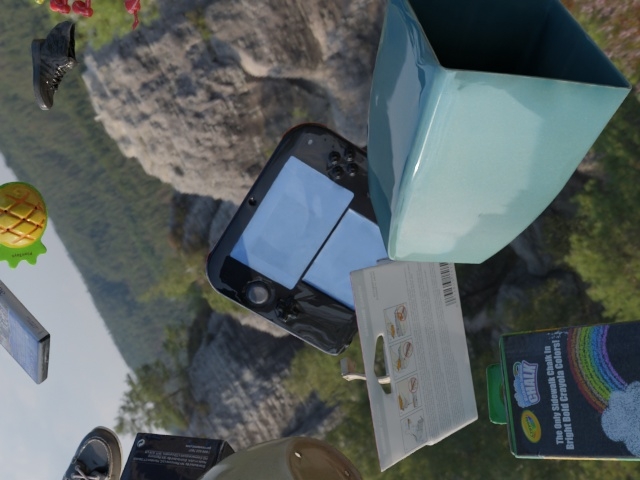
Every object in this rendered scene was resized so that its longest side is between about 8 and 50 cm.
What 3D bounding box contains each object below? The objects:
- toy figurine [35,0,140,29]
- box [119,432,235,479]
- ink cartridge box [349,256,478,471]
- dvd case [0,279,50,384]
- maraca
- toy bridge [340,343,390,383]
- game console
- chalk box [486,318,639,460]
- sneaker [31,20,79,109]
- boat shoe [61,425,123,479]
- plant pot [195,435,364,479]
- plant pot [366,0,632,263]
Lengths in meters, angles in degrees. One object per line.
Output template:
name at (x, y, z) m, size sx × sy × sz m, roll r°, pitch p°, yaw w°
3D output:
toy figurine at (-0.380, -0.502, 1.227) m, size 0.363 × 0.217 × 0.191 m, roll 18°, pitch 115°, yaw 21°
box at (-0.230, 0.526, 1.174) m, size 0.296 × 0.183 × 0.294 m, roll 69°, pitch -153°, yaw -46°
ink cartridge box at (0.123, 0.159, 1.003) m, size 0.060 × 0.239 × 0.275 m, roll -8°, pitch 92°, yaw 46°
dvd case at (-0.487, 0.089, 1.022) m, size 0.253 × 0.022 × 0.180 m, roll 45°, pitch 144°, yaw 8°
maraca at (-0.637, -0.032, 1.465) m, size 0.099 × 0.127 × 0.185 m, roll 18°, pitch 113°, yaw 51°
toy bridge at (0.120, 0.201, 1.159) m, size 0.026 × 0.188 × 0.063 m, roll 41°, pitch -145°, yaw -43°
game console at (0.000, 0.000, 1.358) m, size 0.342 × 0.386 × 0.060 m, roll 32°, pitch -169°, yaw -9°
chalk box at (0.378, 0.215, 1.000) m, size 0.289 × 0.179 × 0.180 m, roll -14°, pitch 73°, yaw 43°
sneaker at (-0.529, -0.351, 1.399) m, size 0.051 × 0.089 × 0.170 m, roll -85°, pitch -8°, yaw -83°
boat shoe at (-0.525, 0.562, 1.539) m, size 0.112 × 0.335 × 0.095 m, roll 26°, pitch -157°, yaw 3°
plant pot at (-0.041, 0.377, 0.935) m, size 0.284 × 0.191 × 0.284 m, roll 30°, pitch -162°, yaw -11°
plant pot at (0.131, -0.097, 0.659) m, size 0.165 × 0.166 × 0.234 m, roll -101°, pitch 20°, yaw -44°
